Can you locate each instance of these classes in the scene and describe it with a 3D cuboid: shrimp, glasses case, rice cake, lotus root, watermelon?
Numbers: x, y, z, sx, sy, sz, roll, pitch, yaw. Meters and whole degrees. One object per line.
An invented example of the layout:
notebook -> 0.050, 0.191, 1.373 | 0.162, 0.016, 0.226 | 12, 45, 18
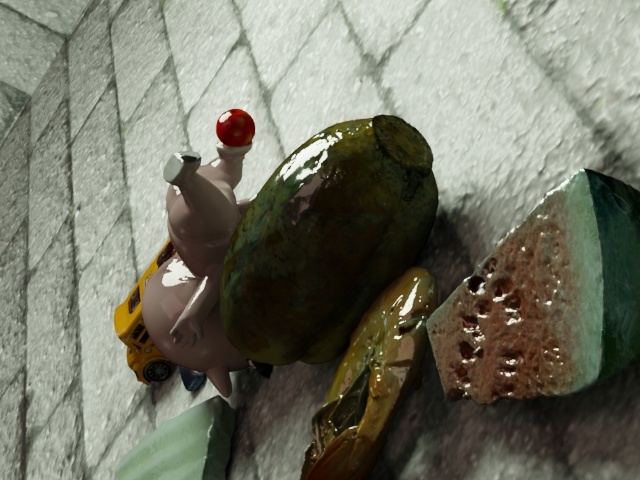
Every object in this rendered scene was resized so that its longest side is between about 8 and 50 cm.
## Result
shrimp -> 0.038, 0.148, 1.217 | 0.267, 0.061, 0.145 | -61, 15, 10
glasses case -> -0.155, 0.144, 1.665 | 0.033, 0.023, 0.083 | -52, 26, 18
rice cake -> -0.171, 0.259, 1.561 | 0.237, 0.043, 0.127 | -37, 33, 43
lotus root -> 0.000, 0.000, 1.338 | 0.275, 0.152, 0.160 | -54, 39, 25
watermelon -> 0.160, 0.063, 1.064 | 0.241, 0.094, 0.154 | -31, 49, 53

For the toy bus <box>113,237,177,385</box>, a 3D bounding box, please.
toy bus -> -0.188, 0.080, 1.718 | 0.194, 0.088, 0.083 | -53, 27, 22

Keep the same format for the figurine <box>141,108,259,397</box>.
figurine -> -0.097, 0.016, 1.484 | 0.176, 0.186, 0.287 | -131, 35, -60
